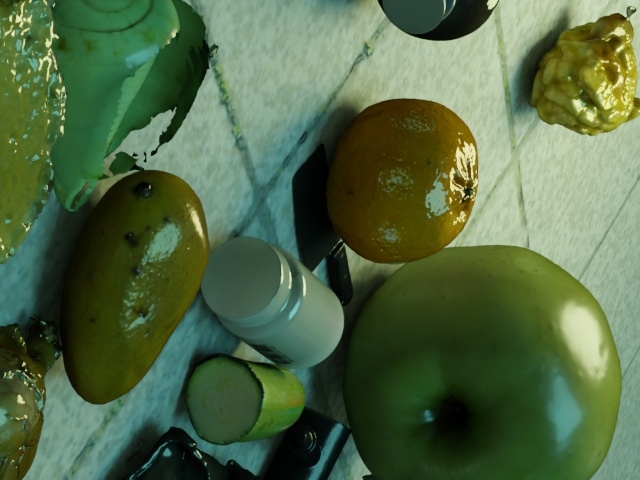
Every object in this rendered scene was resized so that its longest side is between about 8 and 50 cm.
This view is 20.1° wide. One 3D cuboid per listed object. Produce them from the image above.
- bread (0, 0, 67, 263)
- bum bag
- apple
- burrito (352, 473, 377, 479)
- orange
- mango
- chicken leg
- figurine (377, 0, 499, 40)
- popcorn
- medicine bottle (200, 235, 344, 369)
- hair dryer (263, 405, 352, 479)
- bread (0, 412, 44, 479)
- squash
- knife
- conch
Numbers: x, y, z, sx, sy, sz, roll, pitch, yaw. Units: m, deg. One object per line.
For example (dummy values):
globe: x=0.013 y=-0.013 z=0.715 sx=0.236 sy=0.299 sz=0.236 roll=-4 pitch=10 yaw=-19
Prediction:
bread: x=-0.273 y=-0.082 z=1.291 sx=0.174 sy=0.121 sz=0.245 roll=-21 pitch=132 yaw=-48
bum bag: x=-0.131 y=0.283 z=1.914 sx=0.142 sy=0.080 sz=0.326 roll=-63 pitch=156 yaw=-4
apple: x=0.206 y=0.172 z=2.209 sx=0.357 sy=0.357 sz=0.357 roll=-45 pitch=146 yaw=-42
burrito: x=0.002 y=0.465 z=2.304 sx=0.347 sy=0.107 sz=0.175 roll=-61 pitch=170 yaw=-12
orange: x=0.096 y=-0.066 z=1.996 sx=0.193 sy=0.161 sz=0.193 roll=13 pitch=90 yaw=-75
mango: x=-0.168 y=0.043 z=1.614 sx=0.147 sy=0.109 sz=0.227 roll=-36 pitch=146 yaw=-67
chicken leg: x=-0.270 y=0.114 z=1.504 sx=0.207 sy=0.101 sz=0.085 roll=-62 pitch=168 yaw=-69
figurine: x=0.147 y=-0.304 z=1.927 sx=0.275 sy=0.158 sz=0.161 roll=-53 pitch=142 yaw=-32
popcorn: x=0.365 y=-0.218 z=2.476 sx=0.194 sy=0.140 sz=0.163 roll=-61 pitch=148 yaw=-41
medicine bottle: x=-0.050 y=0.065 z=1.879 sx=0.103 sy=0.103 sz=0.187 roll=-65 pitch=155 yaw=-9
hair dryer: x=-0.027 y=0.249 z=2.046 sx=0.128 sy=0.070 sz=0.255 roll=-63 pitch=172 yaw=-8
bread: x=-0.275 y=0.176 z=1.576 sx=0.083 sy=0.046 sz=0.081 roll=-62 pitch=157 yaw=-18
squash: x=-0.067 y=0.173 z=1.940 sx=0.188 sy=0.095 sz=0.095 roll=14 pitch=96 yaw=-68
knife: x=0.000 y=0.000 z=2.038 sx=0.072 sy=0.019 sz=0.245 roll=-50 pitch=146 yaw=-31
conch: x=-0.162 y=-0.126 z=1.461 sx=0.143 sy=0.137 sz=0.250 roll=-57 pitch=154 yaw=-25
